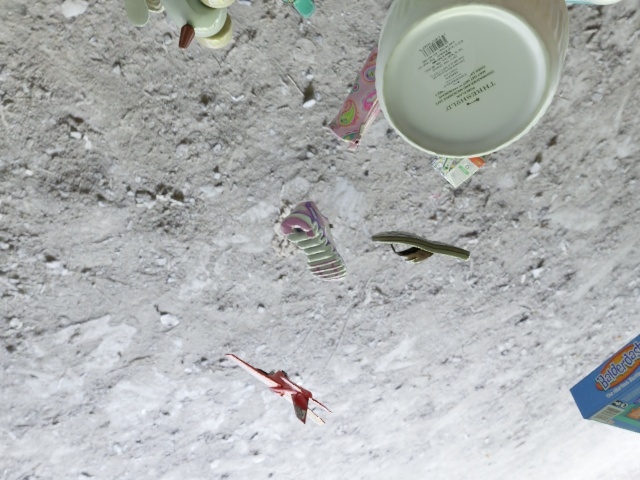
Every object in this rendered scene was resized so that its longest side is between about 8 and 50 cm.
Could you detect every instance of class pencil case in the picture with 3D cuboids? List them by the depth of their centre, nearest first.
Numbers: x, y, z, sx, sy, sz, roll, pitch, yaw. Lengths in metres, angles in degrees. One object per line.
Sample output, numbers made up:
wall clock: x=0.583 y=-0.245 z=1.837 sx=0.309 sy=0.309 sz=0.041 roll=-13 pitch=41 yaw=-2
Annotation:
pencil case: x=0.134 y=-0.402 z=1.178 sx=0.124 sy=0.124 sz=0.284 roll=17 pitch=119 yaw=-32

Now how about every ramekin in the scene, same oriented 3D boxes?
ramekin: x=0.157 y=-0.189 z=0.455 sx=0.207 sy=0.109 sz=0.207 roll=13 pitch=138 yaw=12

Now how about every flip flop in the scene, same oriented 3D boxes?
flip flop: x=0.274 y=0.029 z=1.155 sx=0.276 sy=0.112 sz=0.080 roll=13 pitch=101 yaw=3

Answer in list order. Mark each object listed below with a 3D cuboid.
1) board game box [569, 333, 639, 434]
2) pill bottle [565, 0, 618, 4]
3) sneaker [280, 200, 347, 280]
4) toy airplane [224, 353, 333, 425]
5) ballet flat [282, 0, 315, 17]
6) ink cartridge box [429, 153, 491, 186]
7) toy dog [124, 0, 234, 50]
board game box: x=0.451 y=0.183 z=0.506 sx=0.210 sy=0.047 sz=0.160 roll=19 pitch=125 yaw=-11
pill bottle: x=0.580 y=-0.584 z=0.878 sx=0.146 sy=0.264 sz=0.146 roll=-6 pitch=123 yaw=-10
sneaker: x=0.000 y=0.000 z=0.976 sx=0.095 sy=0.105 sz=0.236 roll=-12 pitch=130 yaw=27
toy airplane: x=-0.039 y=0.164 z=0.459 sx=0.028 sy=0.151 sz=0.151 roll=-53 pitch=132 yaw=-17
ballet flat: x=-0.070 y=-0.579 z=0.949 sx=0.074 sy=0.074 sz=0.203 roll=-48 pitch=172 yaw=14
ink cartridge box: x=0.237 y=-0.142 z=0.674 sx=0.029 sy=0.063 sz=0.115 roll=-47 pitch=179 yaw=-31
toy dog: x=-0.316 y=-0.473 z=0.794 sx=0.161 sy=0.333 sz=0.220 roll=-62 pitch=163 yaw=-20
